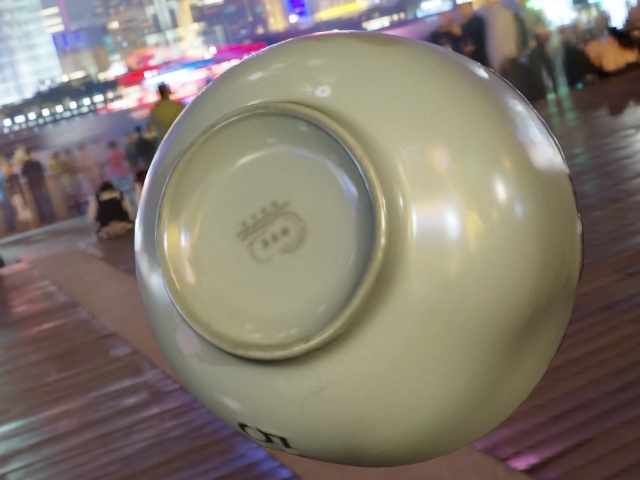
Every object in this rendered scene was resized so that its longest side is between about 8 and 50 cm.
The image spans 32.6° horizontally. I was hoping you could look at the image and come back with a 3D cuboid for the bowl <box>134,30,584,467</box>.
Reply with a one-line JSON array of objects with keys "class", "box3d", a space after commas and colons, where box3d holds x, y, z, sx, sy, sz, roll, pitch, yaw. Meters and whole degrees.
[{"class": "bowl", "box3d": [0.000, 0.000, 0.807, 0.354, 0.353, 0.185, -10, -8, 23]}]
